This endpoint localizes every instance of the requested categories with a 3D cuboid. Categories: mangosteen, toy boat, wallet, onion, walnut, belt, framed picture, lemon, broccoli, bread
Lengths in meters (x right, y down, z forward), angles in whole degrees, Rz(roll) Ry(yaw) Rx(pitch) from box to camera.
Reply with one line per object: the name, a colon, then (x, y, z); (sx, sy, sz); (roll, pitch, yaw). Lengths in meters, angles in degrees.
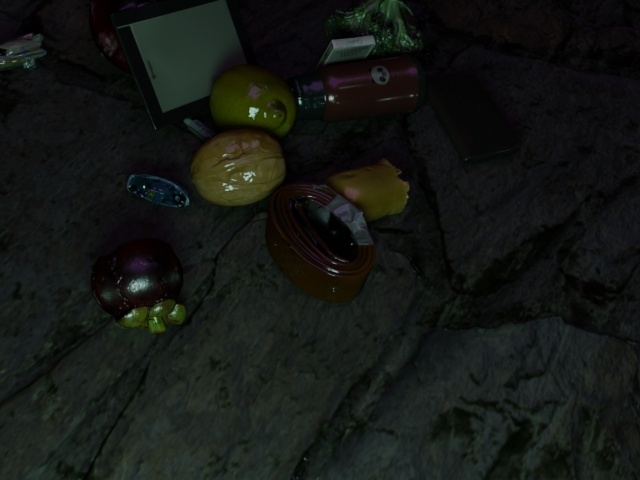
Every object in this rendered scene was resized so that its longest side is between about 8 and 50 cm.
mangosteen: (-0.324, 0.087, 1.394); (0.166, 0.166, 0.180); (-22, 82, -26)
toy boat: (-0.335, -0.101, 1.601); (0.137, 0.060, 0.061); (18, 30, -3)
wallet: (0.369, -0.312, 1.920); (0.165, 0.042, 0.309); (-10, 52, -16)
onion: (-0.386, -0.524, 1.833); (0.314, 0.232, 0.314); (12, 60, -23)
walnut: (-0.172, -0.152, 1.614); (0.206, 0.159, 0.159); (-18, 55, -16)
belt: (0.000, 0.000, 1.550); (0.184, 0.105, 0.261); (-19, 56, -27)
toy boat: (-0.744, -0.428, 1.799); (0.210, 0.066, 0.084); (-23, 57, -26)
framed picture: (-0.291, -0.427, 1.765); (0.016, 0.265, 0.347); (-2, 23, 47)
lemon: (-0.157, -0.304, 1.728); (0.184, 0.184, 0.248); (-25, 42, -28)
broccoli: (0.141, -0.549, 1.967); (0.269, 0.241, 0.261); (10, 21, -40)
bread: (0.094, -0.106, 1.667); (0.173, 0.085, 0.134); (-18, 55, -24)

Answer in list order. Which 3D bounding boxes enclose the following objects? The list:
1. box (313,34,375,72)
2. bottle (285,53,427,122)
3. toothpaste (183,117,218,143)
box: (0.051, -0.433, 1.866); (0.109, 0.198, 0.029); (-11, 78, -19)
bottle: (0.076, -0.360, 1.839); (0.336, 0.144, 0.144); (-9, 53, -17)
toothpaste: (-0.236, -0.221, 1.740); (0.204, 0.031, 0.049); (38, 57, 18)
